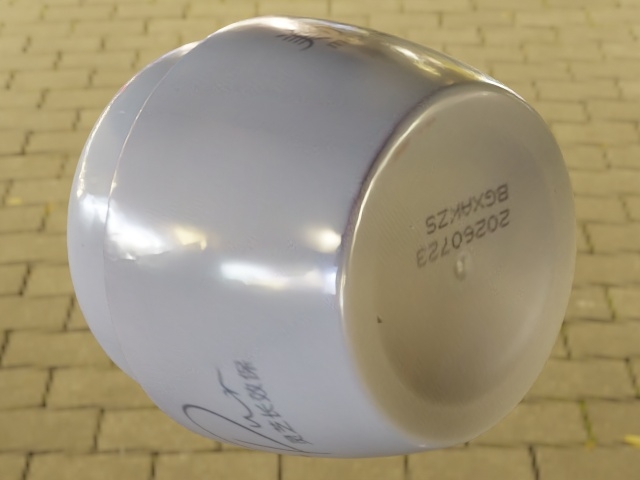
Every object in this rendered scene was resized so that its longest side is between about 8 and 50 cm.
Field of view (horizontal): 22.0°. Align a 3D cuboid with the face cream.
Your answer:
[{"bbox_3d":[0.000,0.000,0.435,0.117,0.117,0.104,-24,24,-39],"label":"face cream"}]
